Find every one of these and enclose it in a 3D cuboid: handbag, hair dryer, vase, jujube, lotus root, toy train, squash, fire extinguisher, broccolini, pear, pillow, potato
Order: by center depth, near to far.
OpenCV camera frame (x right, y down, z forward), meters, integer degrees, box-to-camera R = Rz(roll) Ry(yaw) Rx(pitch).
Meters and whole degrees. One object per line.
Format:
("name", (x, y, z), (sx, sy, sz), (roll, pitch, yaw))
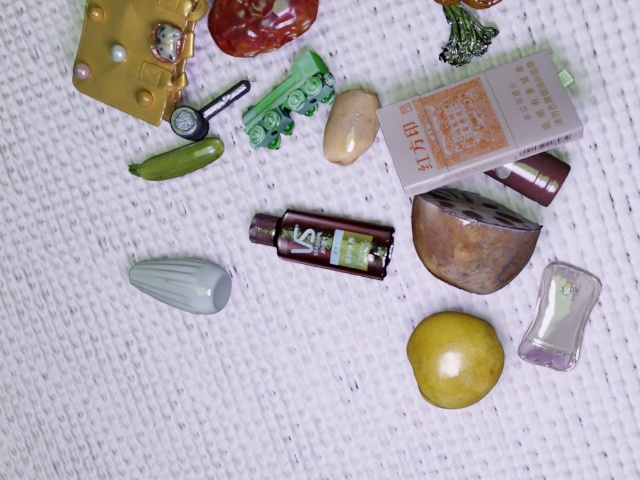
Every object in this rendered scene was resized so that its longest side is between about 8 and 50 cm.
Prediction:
("lotus root", (0.302, 0.002, 1.688), (0.272, 0.272, 0.192), (20, 115, 11))
("fire extinguisher", (0.338, -0.182, 1.705), (0.344, 0.102, 0.138), (30, 63, 8))
("broccolini", (0.236, -0.465, 1.722), (0.271, 0.062, 0.123), (37, 91, 1))
("pear", (0.291, 0.250, 1.747), (0.208, 0.209, 0.209), (2, 99, 15))
("pillow", (0.515, 0.168, 1.758), (0.130, 0.038, 0.233), (18, 101, 9))
("jujube", (-0.122, -0.493, 1.760), (0.250, 0.174, 0.174), (-24, 92, 24))
("potato", (0.070, -0.248, 1.778), (0.109, 0.118, 0.178), (18, 90, -23))
("handbag", (-0.396, -0.479, 1.807), (0.283, 0.133, 0.401), (28, 115, 17))
("toy train", (-0.076, -0.306, 1.820), (0.251, 0.085, 0.119), (-36, 63, 22))
("hair dryer", (-0.237, -0.305, 1.859), (0.219, 0.124, 0.071), (-34, 91, 1))
("squash", (-0.336, -0.182, 1.921), (0.252, 0.066, 0.066), (-16, 94, 18))
("vase", (-0.338, 0.101, 1.940), (0.248, 0.128, 0.128), (10, 101, 23))

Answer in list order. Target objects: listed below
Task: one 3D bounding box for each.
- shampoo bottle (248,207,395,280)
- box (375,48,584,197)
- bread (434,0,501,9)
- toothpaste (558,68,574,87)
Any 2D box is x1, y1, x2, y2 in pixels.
("shampoo bottle", (0.000, 0.000, 1.848), (0.323, 0.084, 0.129), (13, 99, 13))
("box", (0.311, -0.234, 1.635), (0.365, 0.051, 0.205), (-19, 63, 6))
("bread", (0.309, -0.575, 1.627), (0.232, 0.135, 0.247), (17, 89, 0))
("toothpaste", (0.451, -0.290, 1.698), (0.164, 0.046, 0.034), (-40, 88, 17))
